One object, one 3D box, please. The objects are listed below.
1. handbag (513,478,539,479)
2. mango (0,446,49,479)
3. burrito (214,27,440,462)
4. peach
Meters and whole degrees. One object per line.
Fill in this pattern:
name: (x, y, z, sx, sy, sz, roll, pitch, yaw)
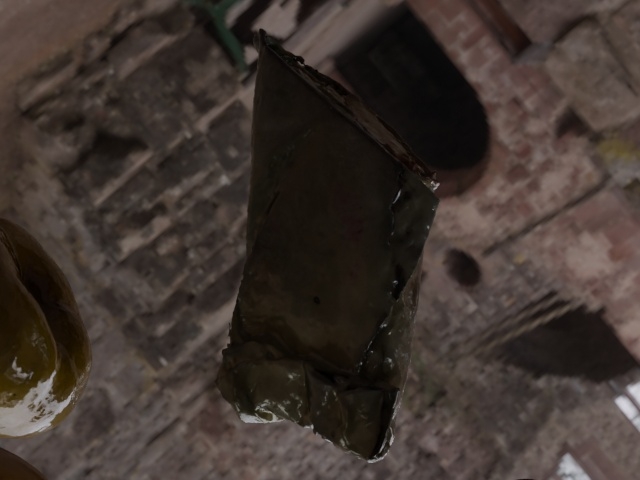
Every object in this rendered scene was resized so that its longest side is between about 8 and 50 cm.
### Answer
handbag: (0.129, 0.265, 0.794, 0.203, 0.074, 0.216, 24, 111, -45)
mango: (-0.160, 0.169, 0.442, 0.126, 0.154, 0.252, -101, -153, -50)
burrito: (0.012, 0.000, 0.945, 0.175, 0.348, 0.107, 3, 173, 18)
peach: (-0.235, 0.057, 0.813, 0.103, 0.179, 0.179, -28, -175, 6)
